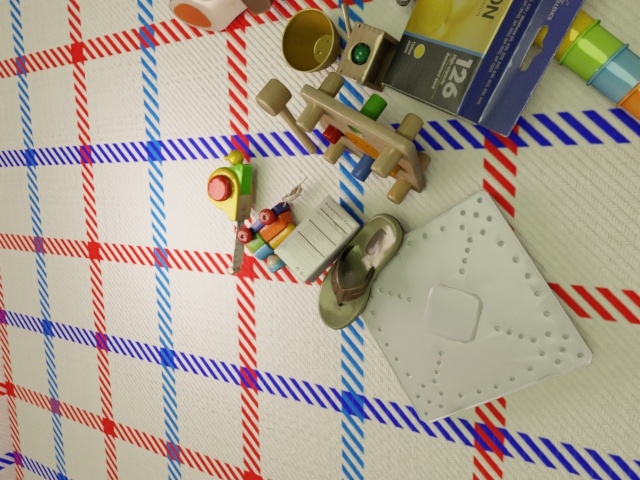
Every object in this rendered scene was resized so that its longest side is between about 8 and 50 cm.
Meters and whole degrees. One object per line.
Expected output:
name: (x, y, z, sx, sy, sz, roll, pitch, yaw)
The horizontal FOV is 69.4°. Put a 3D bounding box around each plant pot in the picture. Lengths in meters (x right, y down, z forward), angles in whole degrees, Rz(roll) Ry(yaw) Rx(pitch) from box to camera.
plant pot: (-0.007, -0.445, 1.053, 0.134, 0.095, 0.134, 5, 101, 29)

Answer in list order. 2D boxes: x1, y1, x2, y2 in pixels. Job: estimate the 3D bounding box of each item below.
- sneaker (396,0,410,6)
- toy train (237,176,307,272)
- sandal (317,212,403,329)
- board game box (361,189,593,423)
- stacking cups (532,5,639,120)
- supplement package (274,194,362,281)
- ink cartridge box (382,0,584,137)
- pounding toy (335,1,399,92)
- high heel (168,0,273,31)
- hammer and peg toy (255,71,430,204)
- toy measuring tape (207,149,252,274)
sneaker: (0.192, -0.588, 0.917, 0.090, 0.095, 0.234, 21, 81, 13)
toy train: (-0.081, -0.030, 1.160, 0.248, 0.105, 0.143, -37, 90, 28)
sandal: (0.071, 0.069, 1.034, 0.120, 0.086, 0.302, 36, 113, 21)
board game box: (0.290, 0.153, 1.002, 0.390, 0.050, 0.389, -35, 80, 29)
stacking cups: (0.517, -0.286, 0.786, 0.316, 0.096, 0.096, 45, 116, 15)
supplement package: (0.000, 0.000, 1.073, 0.179, 0.105, 0.105, -45, 78, 2)
ink cartridge box: (0.285, -0.387, 0.854, 0.307, 0.072, 0.303, 44, 117, 45)
pounding toy: (0.091, -0.403, 0.978, 0.100, 0.141, 0.130, 32, 112, 22)
high heel: (-0.227, -0.644, 1.168, 0.378, 0.127, 0.181, 13, 75, 32)
hammer and peg toy: (0.057, -0.230, 0.972, 0.361, 0.266, 0.127, 35, 91, 21)
toy measuring tape: (-0.249, -0.078, 1.236, 0.122, 0.121, 0.329, 13, 103, 27)
